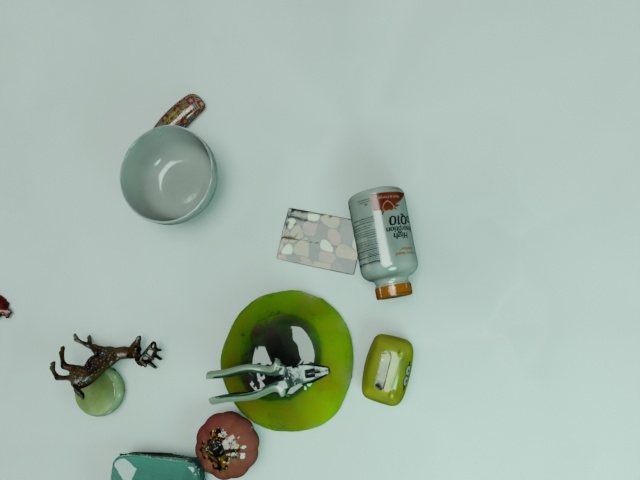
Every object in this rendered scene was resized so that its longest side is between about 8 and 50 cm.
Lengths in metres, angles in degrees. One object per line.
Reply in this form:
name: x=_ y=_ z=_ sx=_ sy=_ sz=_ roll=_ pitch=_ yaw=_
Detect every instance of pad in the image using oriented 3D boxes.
pad: x=0.000 y=0.000 z=1.714 sx=0.234 sy=0.003 sz=0.158 roll=12 pitch=84 yaw=12

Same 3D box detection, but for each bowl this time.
bowl: x=-0.425 y=-0.181 z=1.749 sx=0.286 sy=0.144 sz=0.287 roll=-1 pitch=83 yaw=11

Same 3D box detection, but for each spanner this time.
spanner: x=-0.133 y=0.349 z=1.501 sx=0.324 sy=0.040 sz=0.096 roll=-10 pitch=81 yaw=11

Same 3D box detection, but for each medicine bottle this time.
medicine bottle: x=0.173 y=0.011 z=1.601 sx=0.156 sy=0.157 sz=0.289 roll=-12 pitch=80 yaw=9

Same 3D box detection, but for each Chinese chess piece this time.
Chinese chess piece: x=-0.647 y=0.442 z=1.749 sx=0.143 sy=0.058 sz=0.144 roll=-1 pitch=84 yaw=12

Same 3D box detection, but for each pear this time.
pear: x=-0.104 y=0.327 z=1.605 sx=0.398 sy=0.165 sz=0.400 roll=-1 pitch=82 yaw=11

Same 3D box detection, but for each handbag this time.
handbag: x=-0.453 y=0.728 z=1.655 sx=0.268 sy=0.100 sz=0.275 roll=1 pitch=83 yaw=7

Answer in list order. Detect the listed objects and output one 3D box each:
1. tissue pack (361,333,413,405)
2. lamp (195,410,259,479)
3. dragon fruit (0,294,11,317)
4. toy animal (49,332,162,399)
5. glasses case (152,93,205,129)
tissue pack: x=0.176 y=0.340 z=1.571 sx=0.123 sy=0.127 sz=0.179 roll=13 pitch=84 yaw=15
lamp: x=-0.256 y=0.557 z=1.616 sx=0.181 sy=0.140 sz=0.182 roll=-1 pitch=87 yaw=13
dragon fruit: x=-1.033 y=0.213 z=1.850 sx=0.131 sy=0.063 sz=0.097 roll=31 pitch=89 yaw=13
toy animal: x=-0.617 y=0.351 z=1.714 sx=0.259 sy=0.087 sz=0.243 roll=25 pitch=55 yaw=21
glasses case: x=-0.442 y=-0.374 z=1.827 sx=0.194 sy=0.049 sz=0.073 roll=-44 pitch=77 yaw=2
